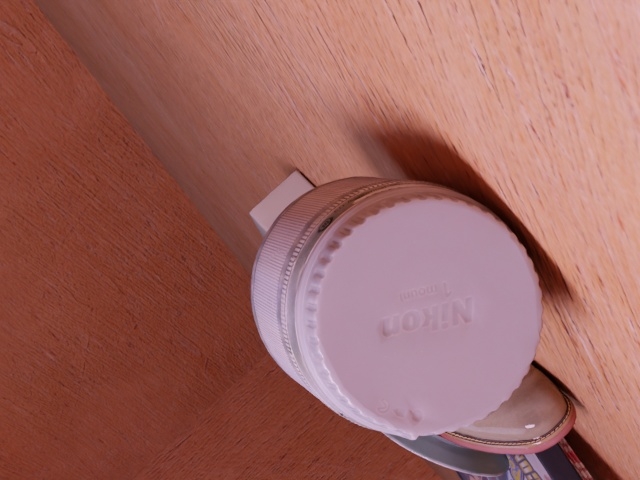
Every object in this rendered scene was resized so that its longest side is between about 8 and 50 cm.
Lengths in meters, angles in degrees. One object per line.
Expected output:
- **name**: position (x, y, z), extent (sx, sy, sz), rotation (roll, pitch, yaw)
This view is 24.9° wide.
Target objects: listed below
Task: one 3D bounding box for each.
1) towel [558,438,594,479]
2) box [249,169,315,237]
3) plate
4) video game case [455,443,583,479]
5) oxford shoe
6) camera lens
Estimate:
- **towel**: position (0.289, 0.281, 1.801), extent (0.197, 0.029, 0.144), rotation (56, 169, 29)
- **box**: position (0.032, 0.038, 1.970), extent (0.275, 0.094, 0.113), rotation (45, 173, 21)
- **plate**: position (0.141, 0.222, 1.720), extent (0.188, 0.024, 0.188), rotation (21, -166, -5)
- **video game case**: position (0.234, 0.281, 1.811), extent (0.275, 0.035, 0.248), rotation (57, 158, 18)
- **oxford shoe**: position (0.139, 0.133, 1.655), extent (0.348, 0.123, 0.130), rotation (24, 150, 44)
- **camera lens**: position (0.061, 0.053, 1.312), extent (0.219, 0.219, 0.274), rotation (49, 173, -11)
